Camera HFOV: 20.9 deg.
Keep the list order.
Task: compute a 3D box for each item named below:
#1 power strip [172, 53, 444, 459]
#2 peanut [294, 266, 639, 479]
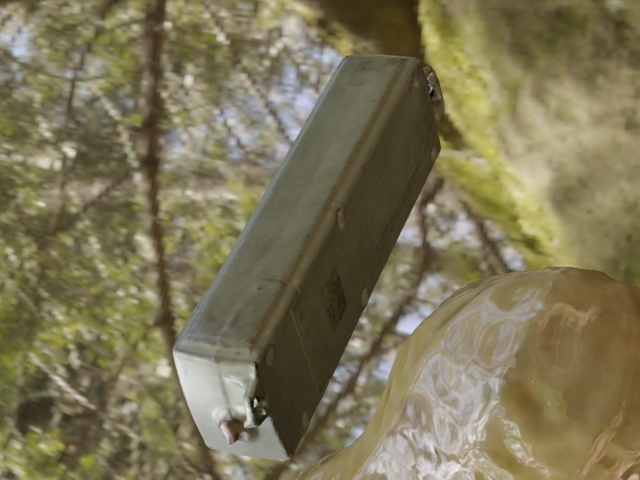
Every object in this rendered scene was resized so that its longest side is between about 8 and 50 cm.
[{"bbox_3d":[0.000,-0.001,0.896,0.272,0.052,0.078,-63,-32,-42],"label":"power strip"},{"bbox_3d":[0.055,0.098,0.743,0.111,0.274,0.125,21,-137,-24],"label":"peanut"}]
